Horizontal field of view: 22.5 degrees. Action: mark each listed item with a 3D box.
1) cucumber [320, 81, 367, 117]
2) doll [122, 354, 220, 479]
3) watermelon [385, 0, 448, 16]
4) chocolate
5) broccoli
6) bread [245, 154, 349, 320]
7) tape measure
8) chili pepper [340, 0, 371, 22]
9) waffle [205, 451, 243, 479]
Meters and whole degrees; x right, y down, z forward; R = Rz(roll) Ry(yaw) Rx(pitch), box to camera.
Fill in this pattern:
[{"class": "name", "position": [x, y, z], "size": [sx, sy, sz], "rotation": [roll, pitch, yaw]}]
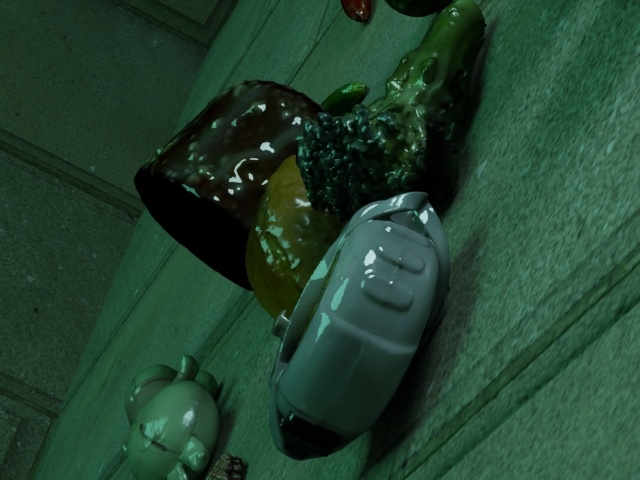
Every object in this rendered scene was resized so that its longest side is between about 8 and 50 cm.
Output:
[{"class": "cucumber", "position": [0.016, -0.175, 2.174], "size": [0.168, 0.039, 0.039], "rotation": [-44, 22, 54]}, {"class": "doll", "position": [-0.188, 0.228, 1.974], "size": [0.155, 0.113, 0.275], "rotation": [-58, 11, 9]}, {"class": "watermelon", "position": [0.119, -0.316, 1.903], "size": [0.109, 0.109, 0.109], "rotation": [-59, 12, 21]}, {"class": "chocolate", "position": [-0.078, -0.082, 1.963], "size": [0.210, 0.225, 0.340], "rotation": [-52, 10, -12]}, {"class": "broccoli", "position": [0.089, -0.138, 1.588], "size": [0.165, 0.145, 0.304], "rotation": [-42, 11, 50]}, {"class": "bread", "position": [-0.007, -0.007, 1.660], "size": [0.129, 0.134, 0.260], "rotation": [-55, 14, 39]}, {"class": "tape measure", "position": [0.028, 0.076, 1.347], "size": [0.197, 0.120, 0.236], "rotation": [-72, 8, -62]}, {"class": "chili pepper", "position": [0.058, -0.399, 2.452], "size": [0.272, 0.063, 0.071], "rotation": [-81, 9, -50]}, {"class": "waffle", "position": [-0.110, 0.270, 1.755], "size": [0.083, 0.029, 0.075], "rotation": [-60, 11, 24]}]
